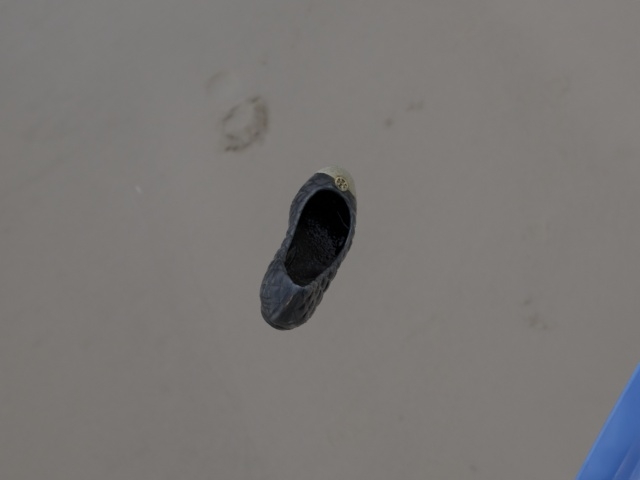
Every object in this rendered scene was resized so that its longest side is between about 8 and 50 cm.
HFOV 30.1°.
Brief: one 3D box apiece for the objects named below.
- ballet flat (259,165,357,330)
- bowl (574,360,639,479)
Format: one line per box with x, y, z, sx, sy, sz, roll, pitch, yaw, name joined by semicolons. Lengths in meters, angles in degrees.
0.000;0.000;0.895;0.049;0.057;0.173;-48;14;42;ballet flat
0.270;0.080;0.773;0.077;0.391;0.391;31;71;21;bowl
